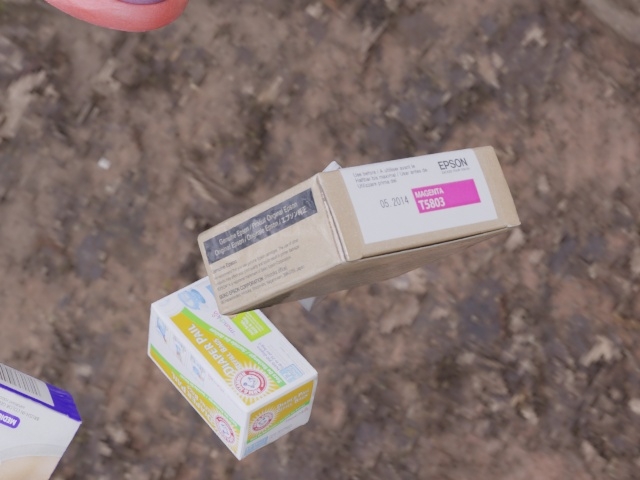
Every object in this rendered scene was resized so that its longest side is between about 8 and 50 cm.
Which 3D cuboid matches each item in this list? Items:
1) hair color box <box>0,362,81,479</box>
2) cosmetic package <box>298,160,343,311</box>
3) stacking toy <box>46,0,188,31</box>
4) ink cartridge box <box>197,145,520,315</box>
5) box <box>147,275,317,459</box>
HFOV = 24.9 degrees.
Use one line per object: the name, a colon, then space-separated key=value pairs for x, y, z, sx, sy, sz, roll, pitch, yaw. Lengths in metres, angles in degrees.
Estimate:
hair color box: x=-0.446 y=0.303 z=1.696 sx=0.338 sy=0.185 sz=0.110 roll=-60 pitch=24 yaw=6
cosmetic package: x=0.000 y=0.000 z=1.713 sx=0.107 sy=0.238 sz=0.127 roll=45 pitch=84 yaw=1
stacking toy: x=-0.191 y=-0.367 z=1.361 sx=0.309 sy=0.280 sz=0.130 roll=-64 pitch=3 yaw=-37
ink cartridge box: x=0.036 y=-0.009 z=1.358 sx=0.193 sy=0.235 sz=0.088 roll=-26 pitch=78 yaw=47
box: x=-0.112 y=0.153 z=1.800 sx=0.114 sy=0.103 sz=0.203 roll=-28 pitch=57 yaw=-31
